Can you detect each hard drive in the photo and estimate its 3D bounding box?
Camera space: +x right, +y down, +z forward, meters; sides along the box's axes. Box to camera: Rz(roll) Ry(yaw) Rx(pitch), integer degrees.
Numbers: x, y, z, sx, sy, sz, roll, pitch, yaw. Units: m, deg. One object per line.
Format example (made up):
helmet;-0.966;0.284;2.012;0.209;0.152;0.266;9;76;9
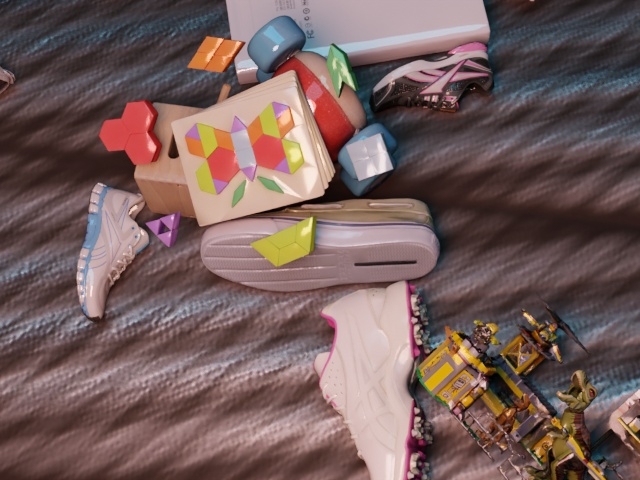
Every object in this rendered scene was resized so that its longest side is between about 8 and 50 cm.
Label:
hard drive;0.042;-0.356;1.601;0.353;0.047;0.232;-9;67;0

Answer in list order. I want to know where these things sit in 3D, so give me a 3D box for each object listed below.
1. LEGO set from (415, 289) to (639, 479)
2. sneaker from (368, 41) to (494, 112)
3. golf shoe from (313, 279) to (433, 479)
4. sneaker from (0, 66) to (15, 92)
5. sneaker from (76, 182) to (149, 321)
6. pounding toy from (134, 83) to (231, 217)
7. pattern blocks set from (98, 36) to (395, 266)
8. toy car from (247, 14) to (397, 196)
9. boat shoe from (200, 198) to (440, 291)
LEGO set;0.287;0.183;1.249;0.192;0.255;0.331;-46;58;14
sneaker;0.155;-0.205;1.522;0.178;0.072;0.077;-22;79;1
golf shoe;0.062;0.198;1.349;0.140;0.115;0.306;-5;61;13
sneaker;-0.525;-0.152;1.519;0.115;0.105;0.281;24;71;13
sneaker;-0.266;0.014;1.457;0.083;0.071;0.190;5;68;-1
pounding toy;-0.172;-0.119;1.470;0.100;0.130;0.141;8;68;7
pattern blocks set;-0.087;-0.106;1.347;0.325;0.026;0.285;-30;89;18
toy car;-0.059;-0.115;1.432;0.238;0.210;0.219;-40;82;-3
boat shoe;0.000;0.000;1.441;0.303;0.109;0.094;1;43;0
